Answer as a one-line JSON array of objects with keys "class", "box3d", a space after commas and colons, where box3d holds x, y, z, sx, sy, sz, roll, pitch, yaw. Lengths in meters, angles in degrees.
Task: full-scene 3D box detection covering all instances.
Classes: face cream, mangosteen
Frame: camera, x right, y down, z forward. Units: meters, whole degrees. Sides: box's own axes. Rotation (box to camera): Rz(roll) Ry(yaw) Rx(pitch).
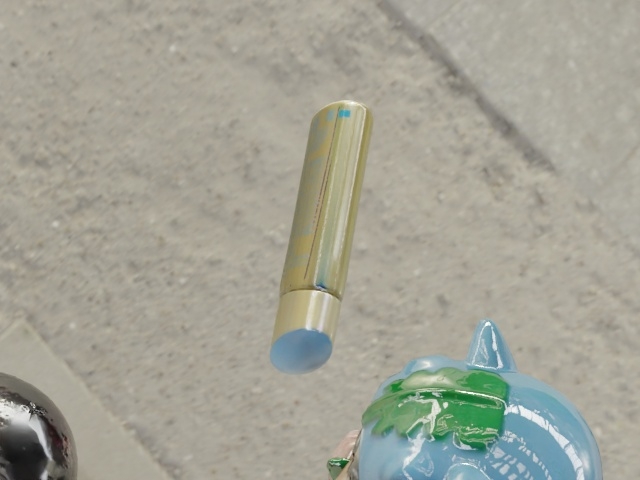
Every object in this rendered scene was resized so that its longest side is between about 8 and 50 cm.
[{"class": "face cream", "box3d": [0.000, 0.000, 1.474, 0.067, 0.139, 0.285, 13, 76, -8]}, {"class": "mangosteen", "box3d": [-0.322, 0.244, 1.286, 0.211, 0.211, 0.250, -50, 142, -31]}]

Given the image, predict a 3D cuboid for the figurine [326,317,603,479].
[{"class": "figurine", "box3d": [0.056, 0.125, 0.541, 0.178, 0.144, 0.114, 54, 44, -30]}]
